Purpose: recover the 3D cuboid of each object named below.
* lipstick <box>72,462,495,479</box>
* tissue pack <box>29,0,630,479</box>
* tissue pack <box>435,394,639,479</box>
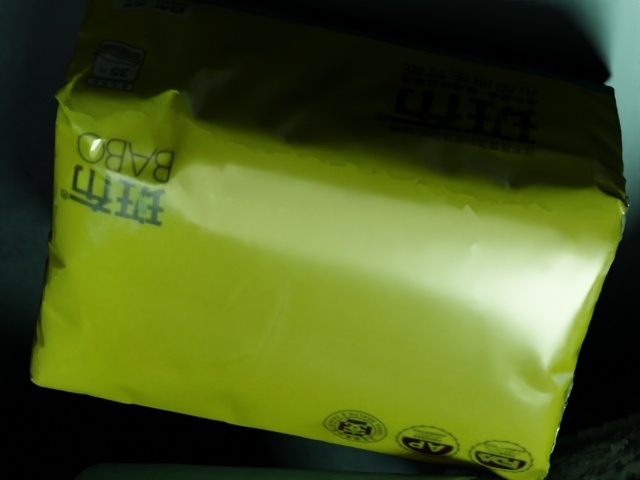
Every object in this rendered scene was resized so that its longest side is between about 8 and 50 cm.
[{"bbox_3d":[-0.023,0.158,1.047,0.304,0.076,0.076,-4,132,44],"label":"lipstick"},{"bbox_3d":[0.000,0.000,0.953,0.270,0.134,0.192,11,128,1],"label":"tissue pack"},{"bbox_3d":[0.221,0.182,1.014,0.245,0.123,0.332,39,146,-18],"label":"tissue pack"}]
